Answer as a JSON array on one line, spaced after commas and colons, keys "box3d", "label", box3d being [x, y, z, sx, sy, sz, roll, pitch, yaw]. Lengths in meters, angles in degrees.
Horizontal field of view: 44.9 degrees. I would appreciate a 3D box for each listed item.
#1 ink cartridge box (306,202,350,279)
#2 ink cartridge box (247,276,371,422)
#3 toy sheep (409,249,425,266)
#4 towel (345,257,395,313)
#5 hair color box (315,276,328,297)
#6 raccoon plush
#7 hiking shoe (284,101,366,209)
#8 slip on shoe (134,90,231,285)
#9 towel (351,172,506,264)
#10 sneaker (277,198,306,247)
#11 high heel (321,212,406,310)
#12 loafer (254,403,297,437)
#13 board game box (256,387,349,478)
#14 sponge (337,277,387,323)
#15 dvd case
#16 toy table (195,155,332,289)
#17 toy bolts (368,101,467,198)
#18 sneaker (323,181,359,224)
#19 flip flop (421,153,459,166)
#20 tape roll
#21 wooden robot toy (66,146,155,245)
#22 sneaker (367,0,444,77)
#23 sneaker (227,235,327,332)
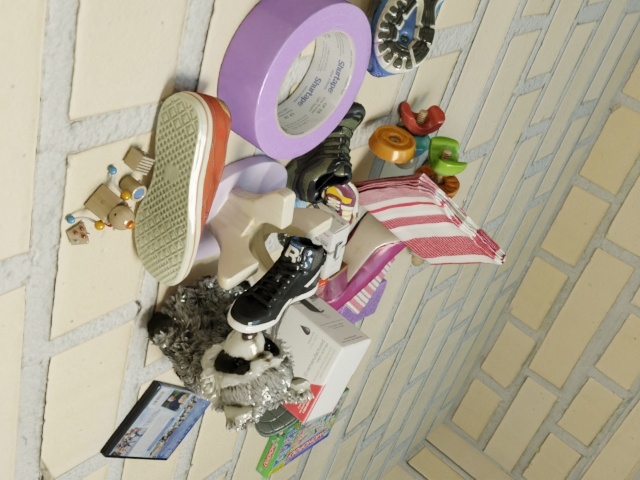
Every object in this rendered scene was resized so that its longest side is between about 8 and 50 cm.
[{"box3d": [0.000, 0.000, 1.658, 0.056, 0.099, 0.135, -31, 146, -38], "label": "ink cartridge box"}, {"box3d": [-0.061, 0.211, 1.618, 0.114, 0.273, 0.197, -5, 126, -54], "label": "ink cartridge box"}, {"box3d": [0.297, 0.013, 2.222, 0.091, 0.091, 0.132, 22, 89, -65], "label": "toy sheep"}, {"box3d": [0.121, 0.094, 2.039, 0.197, 0.029, 0.144, -56, 149, -8], "label": "towel"}, {"box3d": [-0.052, 0.126, 1.734, 0.053, 0.093, 0.167, -20, 139, -50], "label": "hair color box"}, {"box3d": [-0.141, 0.260, 1.456, 0.216, 0.299, 0.446, -34, 151, -12], "label": "raccoon plush"}, {"box3d": [0.031, -0.159, 1.490, 0.227, 0.114, 0.086, -53, 156, -3], "label": "hiking shoe"}, {"box3d": [-0.205, -0.073, 1.192, 0.101, 0.123, 0.331, -25, 138, -53], "label": "slip on shoe"}, {"box3d": [0.230, -0.034, 1.707, 0.329, 0.237, 0.037, 38, 65, -32], "label": "towel"}, {"box3d": [-0.043, -0.029, 1.590, 0.073, 0.063, 0.162, -43, 154, -29], "label": "sneaker"}, {"box3d": [0.118, 0.040, 1.906, 0.377, 0.127, 0.181, -30, 149, -24], "label": "high heel"}, {"box3d": [-0.072, 0.439, 2.105, 0.267, 0.096, 0.084, -44, 159, -25], "label": "loafer"}, {"box3d": [-0.050, 0.575, 2.368, 0.317, 0.046, 0.213, -20, 138, -51], "label": "board game box"}, {"box3d": [0.102, 0.178, 2.146, 0.210, 0.031, 0.117, -18, 137, -50], "label": "sponge"}, {"box3d": [-0.340, 0.389, 1.647, 0.180, 0.022, 0.253, -52, 156, -2], "label": "dvd case"}, {"box3d": [-0.117, -0.025, 1.350, 0.274, 0.161, 0.252, -40, 151, -27], "label": "toy table"}, {"box3d": [0.189, -0.181, 1.692, 0.218, 0.228, 0.158, 8, 133, -12], "label": "toy bolts"}, {"box3d": [0.036, -0.069, 1.668, 0.084, 0.069, 0.185, -50, 154, -18], "label": "sneaker"}, {"box3d": [0.271, -0.123, 2.001, 0.277, 0.080, 0.112, -46, 154, -16], "label": "flip flop"}, {"box3d": [-0.038, -0.271, 1.259, 0.275, 0.090, 0.274, -40, 151, -28], "label": "tape roll"}, {"box3d": [-0.287, -0.044, 1.119, 0.173, 0.079, 0.076, -51, 155, -6], "label": "wooden robot toy"}, {"box3d": [0.158, -0.433, 1.383, 0.330, 0.130, 0.147, -62, -163, -14], "label": "sneaker"}, {"box3d": [-0.070, 0.057, 1.271, 0.217, 0.079, 0.121, -33, 145, -51], "label": "sneaker"}]
